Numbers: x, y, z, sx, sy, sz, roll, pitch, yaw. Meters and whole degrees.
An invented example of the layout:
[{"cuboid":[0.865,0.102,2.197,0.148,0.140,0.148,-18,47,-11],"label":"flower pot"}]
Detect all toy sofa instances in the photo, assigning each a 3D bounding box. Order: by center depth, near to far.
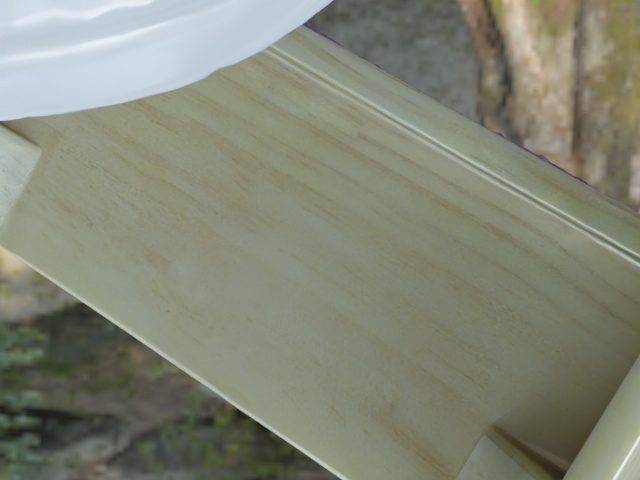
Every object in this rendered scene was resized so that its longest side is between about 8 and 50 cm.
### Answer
[{"cuboid":[0.000,0.000,0.694,0.362,0.150,0.177,32,-177,24],"label":"toy sofa"}]

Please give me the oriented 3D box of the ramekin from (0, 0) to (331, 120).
[{"cuboid":[-0.106,-0.164,0.462,0.273,0.273,0.127,5,134,0],"label":"ramekin"}]
